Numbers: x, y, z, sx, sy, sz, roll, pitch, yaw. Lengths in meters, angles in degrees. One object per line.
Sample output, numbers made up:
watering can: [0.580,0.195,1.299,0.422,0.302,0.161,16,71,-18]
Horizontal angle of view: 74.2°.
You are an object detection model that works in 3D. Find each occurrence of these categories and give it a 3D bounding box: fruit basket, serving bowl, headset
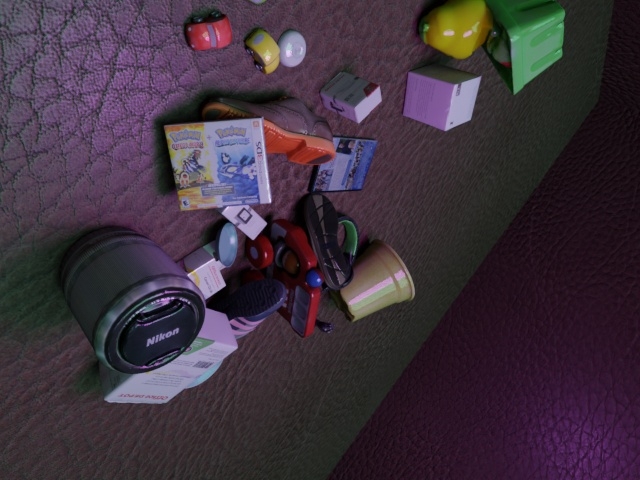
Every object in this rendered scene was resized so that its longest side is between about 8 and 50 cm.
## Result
fruit basket: [0.500,-0.645,1.308,0.392,0.392,0.283,-51,144,-6]
serving bowl: [-0.064,-0.456,1.011,0.083,0.027,0.083,-31,138,-32]
headset: [0.039,0.106,1.449,0.243,0.185,0.395,29,84,-54]

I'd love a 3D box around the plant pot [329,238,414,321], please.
plant pot: [0.176,0.174,1.629,0.253,0.276,0.276,-29,139,-15]

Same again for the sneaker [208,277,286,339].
sneaker: [-0.207,0.208,1.223,0.318,0.112,0.131,-27,145,22]

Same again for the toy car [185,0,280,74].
toy car: [-0.144,-0.478,0.877,0.239,0.053,0.225,-2,119,-49]

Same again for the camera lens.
camera lens: [-0.389,0.119,0.880,0.219,0.274,0.220,-30,138,-31]

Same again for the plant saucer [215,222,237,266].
plant saucer: [-0.254,0.011,1.129,0.119,0.021,0.120,1,90,-79]

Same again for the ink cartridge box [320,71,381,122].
ink cartridge box: [0.082,-0.389,1.143,0.099,0.135,0.056,-45,147,-13]

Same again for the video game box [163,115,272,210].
video game box: [-0.216,-0.166,0.919,0.205,0.048,0.187,-6,109,-2]

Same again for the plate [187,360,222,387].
plate: [-0.382,0.376,1.314,0.188,0.024,0.188,-29,137,-31]

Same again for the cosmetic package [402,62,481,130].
cosmetic package: [0.396,-0.477,1.397,0.151,0.183,0.151,-29,137,-32]

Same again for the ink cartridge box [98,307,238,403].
ink cartridge box: [-0.390,0.293,1.088,0.278,0.117,0.201,-38,146,11]

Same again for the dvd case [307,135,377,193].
dvd case: [0.074,-0.240,1.353,0.253,0.022,0.181,-10,126,-46]

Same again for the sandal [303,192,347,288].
sandal: [-0.001,0.001,1.307,0.120,0.086,0.303,-7,84,-40]

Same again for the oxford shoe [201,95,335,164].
oxford shoe: [-0.119,-0.289,1.034,0.363,0.129,0.133,10,71,-42]

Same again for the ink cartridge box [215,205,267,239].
ink cartridge box: [-0.224,-0.085,1.057,0.060,0.104,0.180,-50,144,-6]

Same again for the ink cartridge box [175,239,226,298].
ink cartridge box: [-0.328,0.100,1.115,0.198,0.067,0.115,-36,141,-25]

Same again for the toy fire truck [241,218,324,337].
toy fire truck: [-0.087,0.103,1.238,0.169,0.253,0.302,-17,130,-41]
